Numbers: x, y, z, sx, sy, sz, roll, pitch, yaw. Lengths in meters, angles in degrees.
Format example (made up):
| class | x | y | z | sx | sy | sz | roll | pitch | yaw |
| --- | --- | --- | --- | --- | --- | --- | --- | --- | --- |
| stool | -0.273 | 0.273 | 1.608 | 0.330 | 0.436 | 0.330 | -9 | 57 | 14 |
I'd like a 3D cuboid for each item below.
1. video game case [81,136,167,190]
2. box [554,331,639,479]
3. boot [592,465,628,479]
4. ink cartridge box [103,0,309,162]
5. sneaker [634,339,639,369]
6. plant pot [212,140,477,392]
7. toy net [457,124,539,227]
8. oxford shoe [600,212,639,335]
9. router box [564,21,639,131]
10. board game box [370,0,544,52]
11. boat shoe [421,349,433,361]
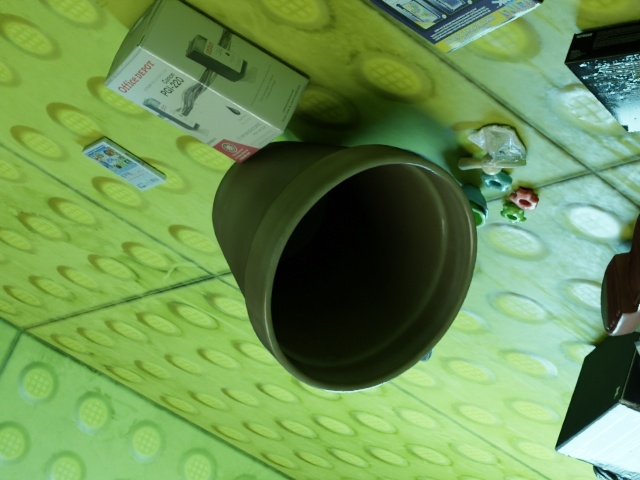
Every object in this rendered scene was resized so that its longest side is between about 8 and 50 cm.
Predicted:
| class | x | y | z | sx | sy | sz | roll | pitch | yaw |
| --- | --- | --- | --- | --- | --- | --- | --- | --- | --- |
| video game case | -0.315 | -0.122 | 2.254 | 0.122 | 0.011 | 0.087 | 33 | 156 | -24 |
| box | 0.546 | 0.254 | 2.073 | 0.294 | 0.182 | 0.296 | 22 | 156 | -1 |
| boot | 0.643 | 0.389 | 2.326 | 0.260 | 0.348 | 0.131 | 45 | 127 | 34 |
| ink cartridge box | -0.150 | -0.206 | 1.810 | 0.218 | 0.092 | 0.158 | 31 | 156 | -16 |
| sneaker | 0.576 | 0.163 | 1.831 | 0.319 | 0.131 | 0.112 | -13 | 175 | 34 |
| plant pot | 0.000 | 0.000 | 1.870 | 0.323 | 0.323 | 0.280 | 41 | 176 | -38 |
| toy net | 0.228 | -0.073 | 1.815 | 0.122 | 0.045 | 0.232 | 22 | 157 | 4 |
| oxford shoe | 0.461 | 0.030 | 1.779 | 0.130 | 0.123 | 0.348 | 2 | 162 | -6 |
| router box | 0.364 | -0.174 | 1.461 | 0.179 | 0.046 | 0.133 | -2 | 147 | 46 |
| board game box | 0.133 | -0.272 | 1.454 | 0.141 | 0.048 | 0.170 | 30 | 156 | -22 |
| boat shoe | 0.159 | 0.180 | 2.438 | 0.056 | 0.049 | 0.152 | 11 | 155 | 24 |
